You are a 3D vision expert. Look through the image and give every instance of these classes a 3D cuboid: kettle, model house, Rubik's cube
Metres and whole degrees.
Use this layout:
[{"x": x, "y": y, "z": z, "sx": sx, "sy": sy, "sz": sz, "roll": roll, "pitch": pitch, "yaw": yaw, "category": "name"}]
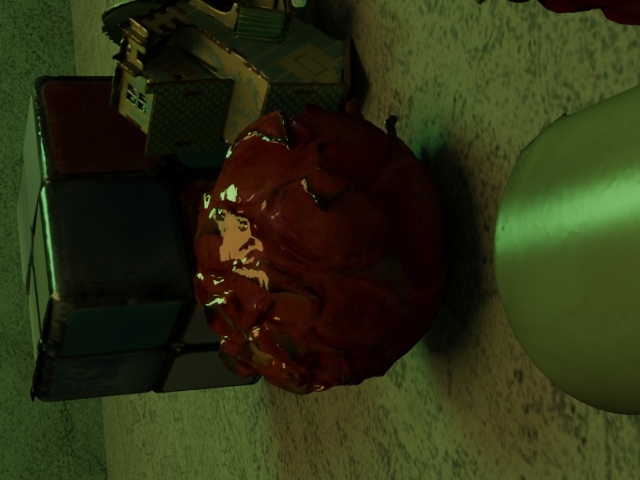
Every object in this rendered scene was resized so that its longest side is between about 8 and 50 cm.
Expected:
[{"x": 0.215, "y": -0.035, "z": 0.470, "sx": 0.240, "sy": 0.165, "sz": 0.255, "roll": -68, "pitch": 15, "yaw": -18, "category": "kettle"}, {"x": -0.061, "y": -0.179, "z": 1.151, "sx": 0.206, "sy": 0.271, "sz": 0.178, "roll": 40, "pitch": 136, "yaw": 15, "category": "model house"}, {"x": -0.213, "y": 0.000, "z": 1.377, "sx": 0.316, "sy": 0.318, "sz": 0.313, "roll": 121, "pitch": 141, "yaw": -55, "category": "Rubik's cube"}]

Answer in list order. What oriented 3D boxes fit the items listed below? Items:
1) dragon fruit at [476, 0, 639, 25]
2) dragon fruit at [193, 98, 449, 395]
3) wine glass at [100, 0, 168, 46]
[{"x": 0.137, "y": -0.233, "z": 0.461, "sx": 0.342, "sy": 0.277, "sz": 0.278, "roll": 116, "pitch": 146, "yaw": -58, "category": "dragon fruit"}, {"x": -0.002, "y": 0.010, "z": 0.947, "sx": 0.252, "sy": 0.240, "sz": 0.241, "roll": -92, "pitch": 14, "yaw": -48, "category": "dragon fruit"}, {"x": -0.283, "y": -0.482, "z": 1.698, "sx": 0.190, "sy": 0.190, "sz": 0.357, "roll": 132, "pitch": 133, "yaw": -62, "category": "wine glass"}]
